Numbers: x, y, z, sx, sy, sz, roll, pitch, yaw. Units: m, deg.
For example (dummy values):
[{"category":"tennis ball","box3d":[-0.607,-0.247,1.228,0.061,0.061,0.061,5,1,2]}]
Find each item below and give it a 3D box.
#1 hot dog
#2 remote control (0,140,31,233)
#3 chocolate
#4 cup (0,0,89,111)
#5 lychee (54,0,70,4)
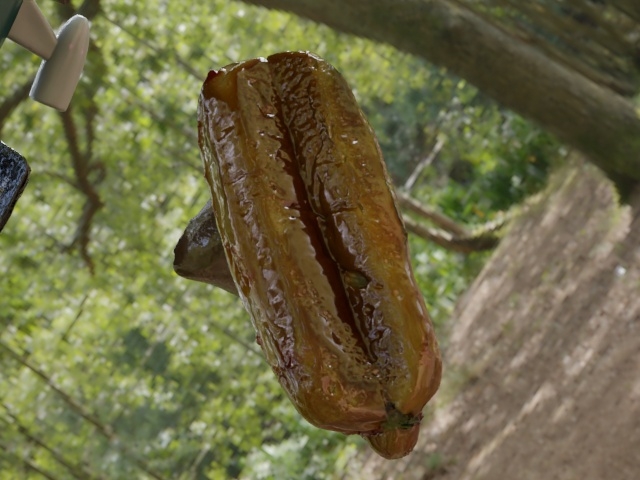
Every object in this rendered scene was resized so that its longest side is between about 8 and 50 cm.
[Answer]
[{"category":"hot dog","box3d":[0.000,0.001,0.380,0.062,0.144,0.038,-12,-27,-14]},{"category":"remote control","box3d":[-0.153,-0.038,0.464,0.039,0.096,0.014,-60,-15,10]},{"category":"chocolate","box3d":[-0.019,0.010,0.582,0.064,0.031,0.101,-50,-42,9]},{"category":"cup","box3d":[-0.316,-0.165,0.892,0.167,0.300,0.173,24,91,54]},{"category":"lychee","box3d":[-0.094,-0.210,0.416,0.260,0.261,0.260,-57,1,1]}]
